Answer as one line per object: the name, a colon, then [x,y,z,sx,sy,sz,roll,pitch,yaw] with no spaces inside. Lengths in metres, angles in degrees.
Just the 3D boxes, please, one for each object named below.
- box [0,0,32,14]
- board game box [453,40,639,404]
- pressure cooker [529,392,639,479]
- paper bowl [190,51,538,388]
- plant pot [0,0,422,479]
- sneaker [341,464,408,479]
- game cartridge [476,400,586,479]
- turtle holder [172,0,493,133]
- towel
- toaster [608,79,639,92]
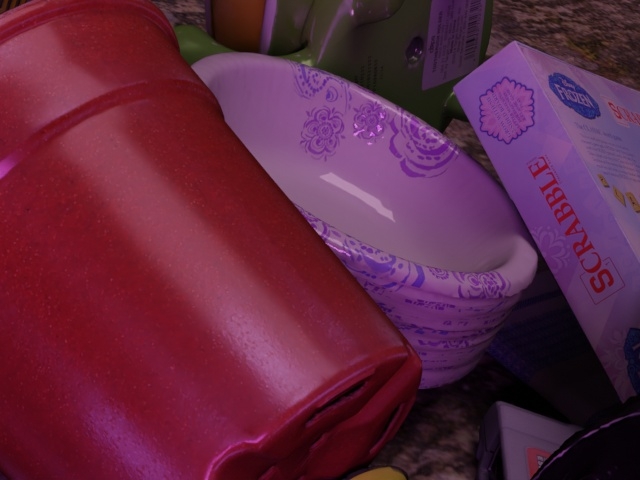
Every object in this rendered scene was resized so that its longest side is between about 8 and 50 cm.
box: [-0.262,-0.198,1.291,0.231,0.183,0.056,10,29,-27]
board game box: [0.265,0.017,1.264,0.318,0.066,0.318,9,50,-57]
pressure cooker: [0.319,0.214,0.740,0.420,0.370,0.375,-1,40,-36]
paper bowl: [0.000,0.000,1.174,0.284,0.148,0.284,23,27,-13]
plant pot: [-0.101,0.046,0.923,0.265,0.272,0.272,44,32,20]
sneaker: [-0.008,0.211,0.853,0.121,0.111,0.300,42,34,21]
game cartridge: [0.199,0.207,1.044,0.196,0.060,0.294,23,20,-6]
turtle holder: [0.002,-0.168,1.450,0.227,0.243,0.320,24,63,34]
towel: [0.182,0.062,1.353,0.285,0.034,0.209,38,31,28]
toaster: [0.284,-0.076,1.587,0.146,0.129,0.227,13,27,-29]
